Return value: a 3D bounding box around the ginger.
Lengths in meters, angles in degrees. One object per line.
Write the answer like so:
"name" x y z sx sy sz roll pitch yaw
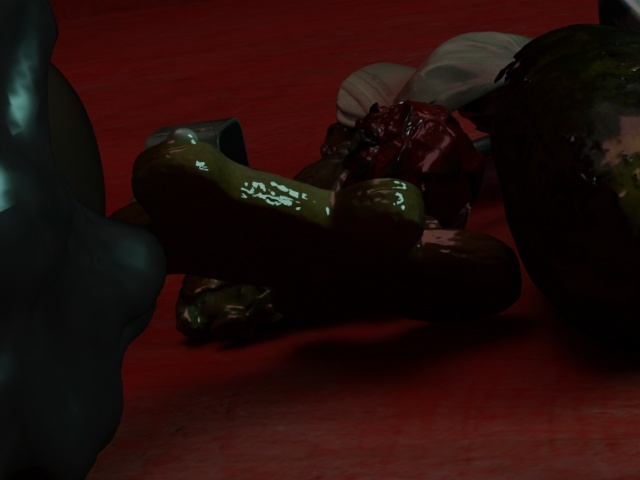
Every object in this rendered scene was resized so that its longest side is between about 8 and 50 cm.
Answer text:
"ginger" 0.024 -0.049 1.709 0.122 0.084 0.290 -30 11 19

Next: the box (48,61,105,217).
"box" -0.312 -0.038 1.473 0.301 0.301 0.216 -8 10 14

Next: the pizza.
"pizza" -0.005 0.019 1.435 0.226 0.069 0.147 -18 23 9

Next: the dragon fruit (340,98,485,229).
"dragon fruit" 0.073 -0.046 1.500 0.121 0.142 0.130 1 20 20

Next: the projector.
"projector" -0.126 -0.078 1.894 0.082 0.083 0.083 -6 15 17

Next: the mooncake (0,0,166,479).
"mooncake" -0.259 0.006 1.092 0.212 0.381 0.350 2 47 34

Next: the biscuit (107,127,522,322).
"biscuit" 0.000 0.000 1.272 0.301 0.049 0.197 13 -26 -18

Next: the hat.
"hat" 0.141 -0.157 1.755 0.219 0.164 0.226 1 33 -33

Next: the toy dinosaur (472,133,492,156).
"toy dinosaur" 0.318 -0.096 1.645 0.383 0.129 0.331 -6 4 24

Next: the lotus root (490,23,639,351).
"lotus root" 0.208 -0.040 1.252 0.179 0.196 0.397 -32 18 3

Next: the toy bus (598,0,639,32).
"toy bus" 0.337 -0.116 1.367 0.131 0.106 0.297 -27 49 -9
